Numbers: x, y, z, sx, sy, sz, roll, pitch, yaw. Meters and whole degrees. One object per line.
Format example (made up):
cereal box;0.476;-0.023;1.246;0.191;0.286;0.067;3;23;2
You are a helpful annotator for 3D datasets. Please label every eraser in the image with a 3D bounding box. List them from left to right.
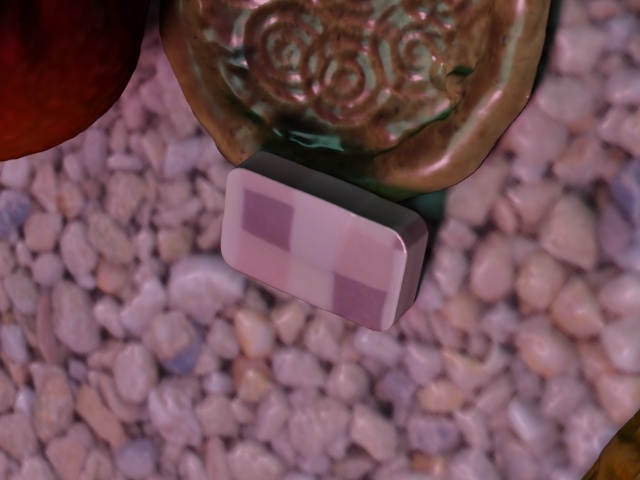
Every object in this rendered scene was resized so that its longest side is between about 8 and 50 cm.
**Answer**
eraser;0.000;0.000;0.737;0.105;0.026;0.065;24;125;21

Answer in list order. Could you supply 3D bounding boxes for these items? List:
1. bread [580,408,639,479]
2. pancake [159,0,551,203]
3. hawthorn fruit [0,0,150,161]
bread;0.149;0.134;0.648;0.077;0.084;0.367;25;117;-15
pancake;0.011;-0.121;0.727;0.235;0.029;0.212;-17;88;35
hawthorn fruit;-0.229;-0.165;0.737;0.311;0.295;0.295;-22;85;34
